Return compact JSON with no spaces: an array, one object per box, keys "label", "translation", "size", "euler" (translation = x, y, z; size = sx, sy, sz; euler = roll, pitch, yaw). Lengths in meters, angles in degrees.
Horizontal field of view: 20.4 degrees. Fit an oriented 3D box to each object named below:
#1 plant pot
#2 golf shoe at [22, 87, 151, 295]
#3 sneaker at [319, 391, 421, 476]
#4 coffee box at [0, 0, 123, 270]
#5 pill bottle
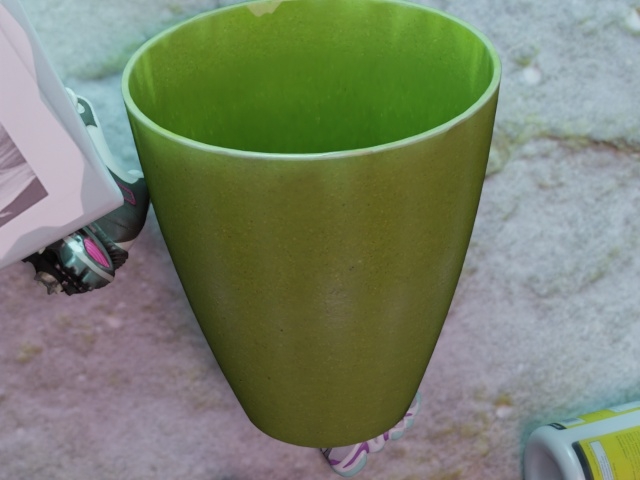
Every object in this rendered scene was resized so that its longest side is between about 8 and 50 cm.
[{"label":"plant pot","translation":[0.000,0.000,1.356],"size":[0.275,0.275,0.293],"euler":[-15,123,-19]},{"label":"golf shoe","translation":[-0.239,-0.078,1.321],"size":[0.273,0.105,0.120],"euler":[46,64,-27]},{"label":"sneaker","translation":[0.034,0.145,1.499],"size":[0.098,0.038,0.069],"euler":[-44,114,-9]},{"label":"coffee box","translation":[-0.364,-0.116,1.011],"size":[0.334,0.337,0.338],"euler":[-30,110,-11]},{"label":"pill bottle","translation":[0.280,0.195,1.575],"size":[0.184,0.103,0.103],"euler":[-12,105,-19]}]
